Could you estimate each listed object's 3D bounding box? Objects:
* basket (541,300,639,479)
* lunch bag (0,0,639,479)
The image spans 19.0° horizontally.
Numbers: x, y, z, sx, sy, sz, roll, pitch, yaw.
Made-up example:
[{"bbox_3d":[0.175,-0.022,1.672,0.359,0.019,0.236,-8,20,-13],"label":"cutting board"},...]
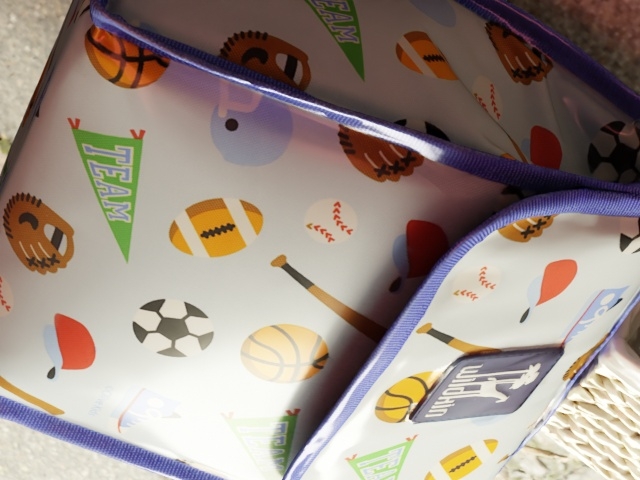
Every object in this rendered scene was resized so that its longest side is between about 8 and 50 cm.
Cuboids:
[{"bbox_3d":[0.241,0.110,1.272,0.167,0.113,0.103,37,131,-6],"label":"basket"},{"bbox_3d":[0.000,0.000,1.165,0.386,0.239,0.328,22,129,-12],"label":"lunch bag"}]
